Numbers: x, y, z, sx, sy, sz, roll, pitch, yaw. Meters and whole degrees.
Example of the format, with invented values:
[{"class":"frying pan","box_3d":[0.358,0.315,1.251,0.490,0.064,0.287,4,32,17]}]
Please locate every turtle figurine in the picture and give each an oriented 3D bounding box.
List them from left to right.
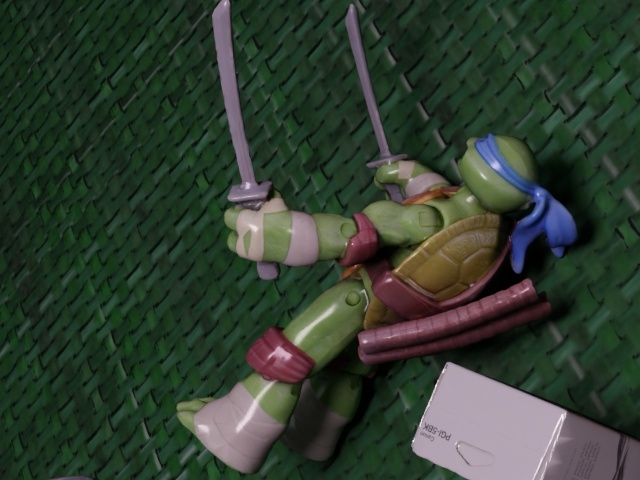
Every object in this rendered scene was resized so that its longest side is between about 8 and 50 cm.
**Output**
[{"class":"turtle figurine","box_3d":[0.000,0.000,1.223,0.266,0.274,0.198,-56,8,18]}]

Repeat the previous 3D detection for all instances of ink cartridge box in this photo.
[{"class":"ink cartridge box","box_3d":[0.134,0.122,1.066,0.099,0.135,0.056,21,87,48]}]

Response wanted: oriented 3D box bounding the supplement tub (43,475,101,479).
[{"class":"supplement tub","box_3d":[-0.102,0.305,1.177,0.338,0.207,0.207,33,97,49]}]
